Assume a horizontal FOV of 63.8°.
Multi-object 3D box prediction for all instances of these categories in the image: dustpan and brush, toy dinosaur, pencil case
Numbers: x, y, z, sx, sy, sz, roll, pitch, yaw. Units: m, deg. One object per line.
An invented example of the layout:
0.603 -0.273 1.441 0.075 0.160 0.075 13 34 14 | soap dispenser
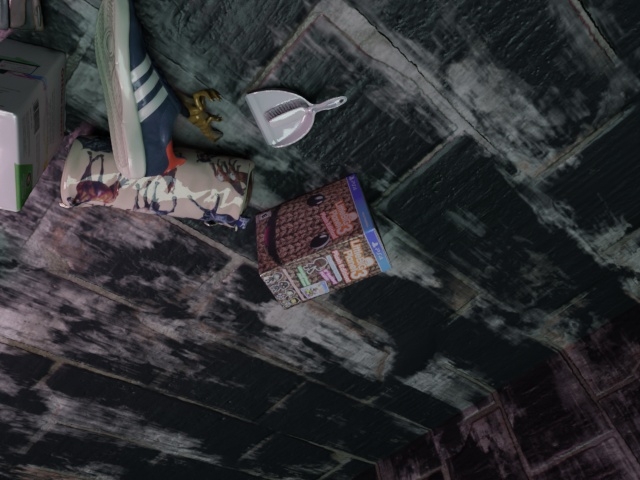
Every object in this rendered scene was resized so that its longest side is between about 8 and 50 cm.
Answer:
-0.045 -0.288 1.140 0.211 0.060 0.147 -20 131 7 | dustpan and brush
-0.276 -0.286 1.098 0.112 0.064 0.211 -33 128 19 | toy dinosaur
-0.360 -0.124 1.158 0.410 0.160 0.184 7 113 -17 | pencil case

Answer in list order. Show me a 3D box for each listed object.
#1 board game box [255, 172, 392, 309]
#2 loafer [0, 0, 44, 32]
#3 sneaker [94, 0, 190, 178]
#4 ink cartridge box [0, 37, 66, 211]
0.000 0.000 1.285 0.291 0.232 0.141 -22 131 8 | board game box
-0.508 -0.484 0.880 0.084 0.096 0.267 -1 141 -36 | loafer
-0.341 -0.302 1.013 0.148 0.131 0.350 -14 111 -37 | sneaker
-0.574 -0.222 0.957 0.117 0.278 0.201 11 128 -15 | ink cartridge box
